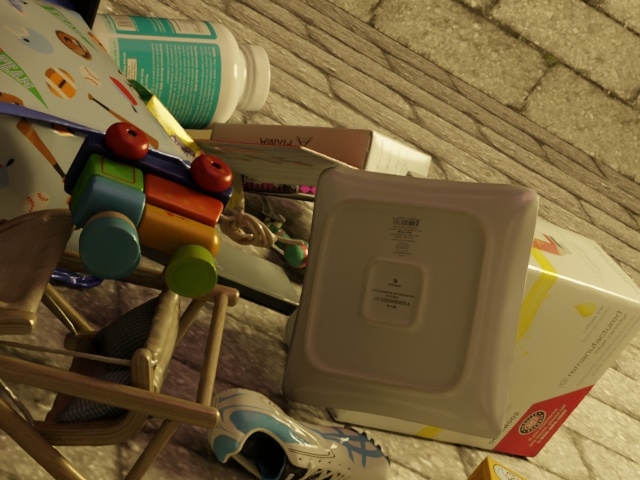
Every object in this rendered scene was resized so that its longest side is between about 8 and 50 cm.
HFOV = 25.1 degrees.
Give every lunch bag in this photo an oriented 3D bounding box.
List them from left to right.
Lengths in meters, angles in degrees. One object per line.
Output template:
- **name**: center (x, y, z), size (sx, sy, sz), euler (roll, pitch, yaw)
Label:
- **lunch bag**: center (-0.384, -0.143, 1.519), size (0.328, 0.239, 0.385), euler (49, 16, 31)

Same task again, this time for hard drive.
- **hard drive**: center (-0.097, 0.044, 1.867), size (0.135, 0.022, 0.094), euler (23, 22, -31)

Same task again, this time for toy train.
- **toy train**: center (-0.114, -0.001, 1.335), size (0.248, 0.105, 0.143), euler (21, 32, -22)

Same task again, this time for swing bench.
- **swing bench**: center (-0.228, 0.098, 1.302), size (0.255, 0.165, 0.253), euler (30, 20, -12)

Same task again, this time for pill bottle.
- **pill bottle**: center (-0.204, -0.219, 1.888), size (0.264, 0.146, 0.146), euler (0, 34, -26)

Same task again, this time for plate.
- **plate**: center (0.088, 0.061, 1.596), size (0.277, 0.278, 0.045), euler (8, -5, 29)

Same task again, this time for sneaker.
- **sneaker**: center (-0.022, 0.225, 1.491), size (0.237, 0.085, 0.086), euler (26, 47, -35)

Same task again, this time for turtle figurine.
- **turtle figurine**: center (0.000, 0.000, 2.004), size (0.175, 0.118, 0.234), euler (1, 0, 28)

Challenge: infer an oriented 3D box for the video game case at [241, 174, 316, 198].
- **video game case**: center (0.000, -0.075, 2.088), size (0.232, 0.042, 0.210), euler (8, -1, -36)

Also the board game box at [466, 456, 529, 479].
- **board game box**: center (0.309, 0.400, 1.625), size (0.316, 0.064, 0.242), euler (31, 19, -12)

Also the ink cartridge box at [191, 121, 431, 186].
- **ink cartridge box**: center (-0.042, -0.117, 1.794), size (0.275, 0.060, 0.239), euler (7, -9, 41)

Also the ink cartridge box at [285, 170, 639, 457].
- **ink cartridge box**: center (0.190, 0.106, 1.808), size (0.385, 0.279, 0.160), euler (17, 27, -41)

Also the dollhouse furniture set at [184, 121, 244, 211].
- **dollhouse furniture set**: center (-0.221, -0.128, 2.013), size (0.198, 0.151, 0.301), euler (9, 49, -20)

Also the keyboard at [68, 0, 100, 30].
- **keyboard**: center (-0.326, -0.273, 1.805), size (0.033, 0.317, 0.201), euler (3, 34, -34)

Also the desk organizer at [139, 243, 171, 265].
- **desk organizer**: center (-0.215, -0.014, 1.775), size (0.130, 0.047, 0.050), euler (27, 18, -23)

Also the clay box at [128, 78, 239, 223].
- **clay box**: center (-0.210, -0.108, 1.747), size (0.127, 0.053, 0.222), euler (4, -33, 42)
